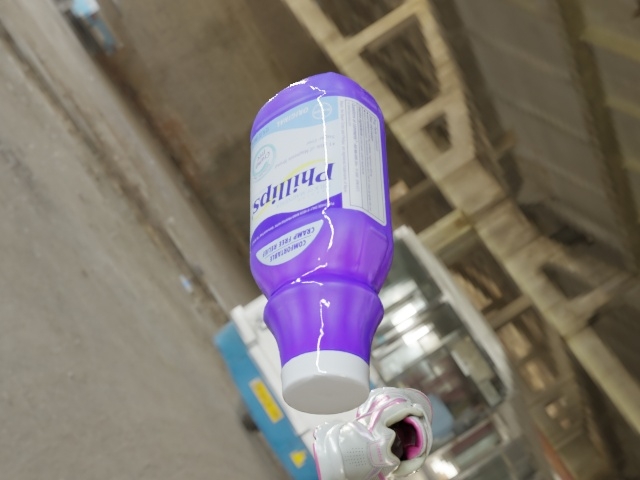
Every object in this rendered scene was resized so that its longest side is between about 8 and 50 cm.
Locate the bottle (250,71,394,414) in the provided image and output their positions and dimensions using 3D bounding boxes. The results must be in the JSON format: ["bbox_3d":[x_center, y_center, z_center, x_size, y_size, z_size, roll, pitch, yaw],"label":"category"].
[{"bbox_3d":[0.000,0.000,1.009,0.092,0.118,0.283,34,43,-40],"label":"bottle"}]

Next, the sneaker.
[{"bbox_3d":[0.094,0.246,1.555,0.252,0.111,0.103,-23,103,-61],"label":"sneaker"}]
